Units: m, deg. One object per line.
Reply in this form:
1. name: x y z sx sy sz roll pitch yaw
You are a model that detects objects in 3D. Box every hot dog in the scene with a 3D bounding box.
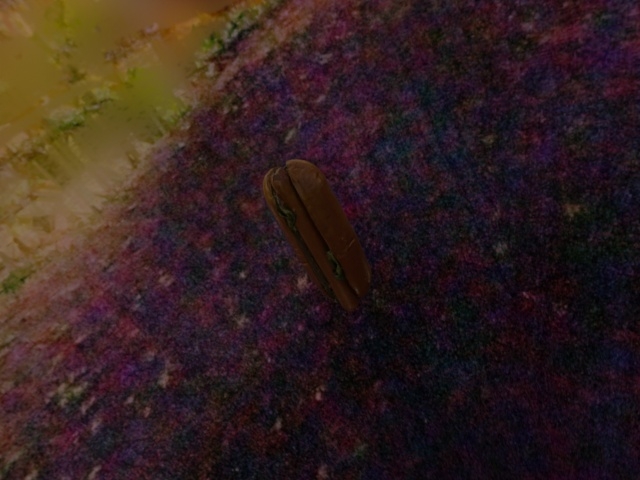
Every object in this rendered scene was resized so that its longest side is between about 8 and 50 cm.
1. hot dog: 0.000 0.000 0.602 0.100 0.250 0.068 -15 31 29
